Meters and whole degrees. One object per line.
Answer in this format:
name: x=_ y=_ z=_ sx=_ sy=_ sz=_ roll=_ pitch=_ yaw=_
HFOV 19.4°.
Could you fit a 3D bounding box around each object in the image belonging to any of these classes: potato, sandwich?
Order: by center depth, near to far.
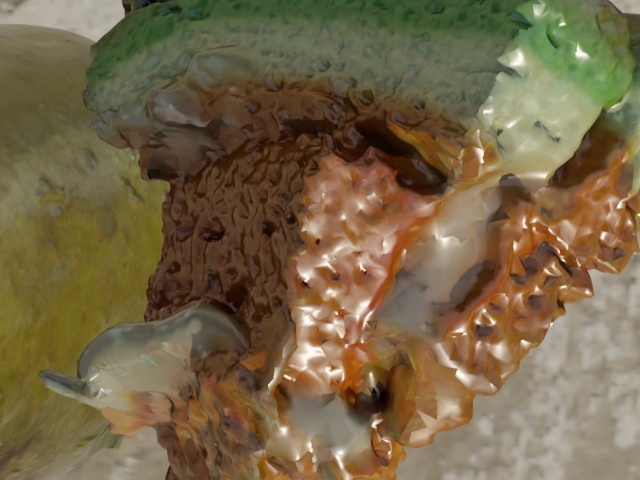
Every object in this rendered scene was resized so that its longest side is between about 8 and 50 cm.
sandwich: x=0.007 y=-0.002 z=0.543 sx=0.109 sy=0.185 sz=0.160 roll=40 pitch=57 yaw=-41
potato: x=-0.202 y=0.029 z=0.940 sx=0.270 sy=0.219 sz=0.359 roll=-58 pitch=165 yaw=25
